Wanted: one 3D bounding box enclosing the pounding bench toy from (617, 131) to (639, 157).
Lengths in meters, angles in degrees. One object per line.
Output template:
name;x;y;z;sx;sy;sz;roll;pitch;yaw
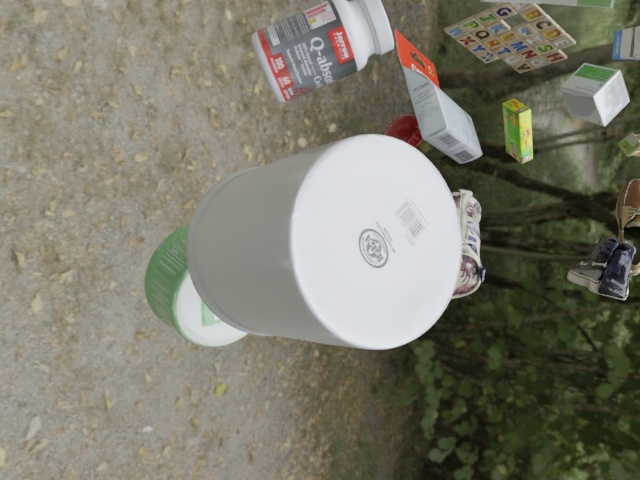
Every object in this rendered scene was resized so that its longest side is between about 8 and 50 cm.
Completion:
pounding bench toy;0.941;-0.292;1.638;0.065;0.083;0.052;-4;59;-34

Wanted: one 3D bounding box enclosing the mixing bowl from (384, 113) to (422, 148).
mixing bowl;0.282;-0.361;1.890;0.181;0.098;0.181;-44;168;-12

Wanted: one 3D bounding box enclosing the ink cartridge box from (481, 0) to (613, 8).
ink cartridge box;0.386;-0.491;0.939;0.056;0.235;0.171;-53;144;-31

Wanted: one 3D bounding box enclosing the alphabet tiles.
alphabet tiles;0.419;-0.432;1.203;0.237;0.198;0.009;20;75;-36

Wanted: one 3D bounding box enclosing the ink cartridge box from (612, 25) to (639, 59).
ink cartridge box;0.946;-0.557;1.557;0.203;0.148;0.086;-97;-173;-75

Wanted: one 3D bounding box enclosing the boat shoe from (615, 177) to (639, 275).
boat shoe;1.033;-0.048;1.808;0.120;0.122;0.324;36;61;-68

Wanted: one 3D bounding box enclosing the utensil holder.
utensil holder;-0.011;0.012;0.928;0.327;0.385;0.328;2;87;-30

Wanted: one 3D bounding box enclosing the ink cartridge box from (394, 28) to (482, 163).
ink cartridge box;0.375;-0.460;1.749;0.308;0.091;0.385;12;63;-54

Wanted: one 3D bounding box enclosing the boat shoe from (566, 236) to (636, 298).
boat shoe;0.835;0.069;1.642;0.340;0.127;0.158;-32;135;-81

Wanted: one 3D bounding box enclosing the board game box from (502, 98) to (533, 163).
board game box;0.623;-0.344;1.752;0.092;0.043;0.181;-119;-174;-51

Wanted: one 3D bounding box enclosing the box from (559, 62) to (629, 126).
box;0.627;-0.335;1.272;0.087;0.101;0.102;-45;127;0

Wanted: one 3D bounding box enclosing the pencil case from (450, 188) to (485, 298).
pencil case;0.406;-0.004;1.663;0.410;0.159;0.184;-66;-178;-57

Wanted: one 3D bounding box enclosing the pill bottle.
pill bottle;0.007;-0.552;1.567;0.210;0.362;0.210;-22;90;-84

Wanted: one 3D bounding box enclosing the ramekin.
ramekin;-0.264;0.114;1.377;0.303;0.148;0.304;-14;116;-32
